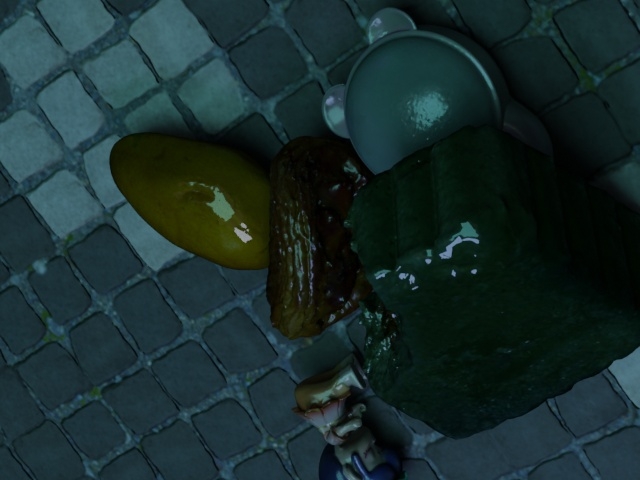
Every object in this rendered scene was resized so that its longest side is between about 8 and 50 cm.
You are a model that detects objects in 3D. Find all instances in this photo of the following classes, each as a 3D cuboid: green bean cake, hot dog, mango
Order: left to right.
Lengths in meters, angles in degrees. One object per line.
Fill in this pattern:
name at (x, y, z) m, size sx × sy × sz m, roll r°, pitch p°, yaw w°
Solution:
mango at (-0.133, -0.052, 2.073) m, size 0.227 × 0.109 × 0.147 m, roll 31°, pitch 143°, yaw 8°
hot dog at (-0.001, -0.001, 2.012) m, size 0.099 × 0.160 × 0.226 m, roll 15°, pitch 123°, yaw 36°
green bean cake at (0.148, 0.039, 1.884) m, size 0.300 × 0.169 × 0.308 m, roll -31°, pitch 137°, yaw 33°

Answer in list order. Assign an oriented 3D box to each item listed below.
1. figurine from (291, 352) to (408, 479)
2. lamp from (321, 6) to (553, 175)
figurine at (0.033, 0.234, 2.137) m, size 0.102 × 0.111 × 0.195 m, roll -22°, pitch 99°, yaw 11°
lamp at (0.124, -0.117, 1.935) m, size 0.246 × 0.108 × 0.179 m, roll 36°, pitch 125°, yaw 5°
